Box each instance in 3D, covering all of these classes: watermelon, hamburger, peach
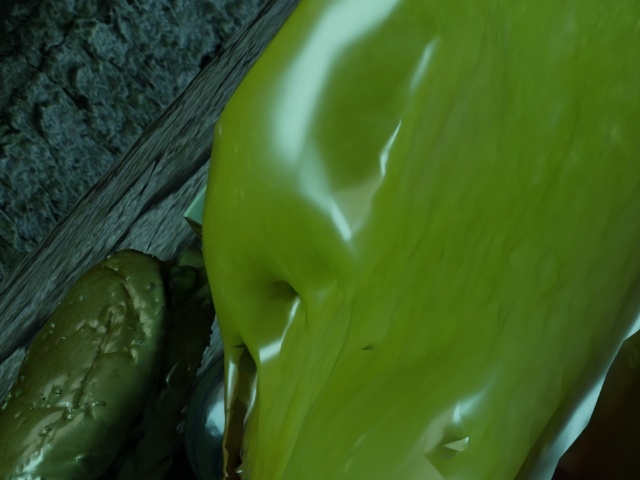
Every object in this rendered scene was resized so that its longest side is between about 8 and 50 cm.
[{"bbox_3d":[-0.025,0.100,0.977,0.105,0.105,0.133,-172,102,-75],"label":"watermelon"},{"bbox_3d":[-0.178,0.134,1.224,0.265,0.134,0.285,117,169,-53],"label":"hamburger"},{"bbox_3d":[0.103,0.014,0.531,0.380,0.242,0.306,-124,52,-62],"label":"peach"}]

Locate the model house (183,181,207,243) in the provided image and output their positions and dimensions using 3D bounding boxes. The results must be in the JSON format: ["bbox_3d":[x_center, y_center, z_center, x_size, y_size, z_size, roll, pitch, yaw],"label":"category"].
[{"bbox_3d":[0.000,0.000,1.146,0.100,0.149,0.127,-57,-30,-15],"label":"model house"}]
